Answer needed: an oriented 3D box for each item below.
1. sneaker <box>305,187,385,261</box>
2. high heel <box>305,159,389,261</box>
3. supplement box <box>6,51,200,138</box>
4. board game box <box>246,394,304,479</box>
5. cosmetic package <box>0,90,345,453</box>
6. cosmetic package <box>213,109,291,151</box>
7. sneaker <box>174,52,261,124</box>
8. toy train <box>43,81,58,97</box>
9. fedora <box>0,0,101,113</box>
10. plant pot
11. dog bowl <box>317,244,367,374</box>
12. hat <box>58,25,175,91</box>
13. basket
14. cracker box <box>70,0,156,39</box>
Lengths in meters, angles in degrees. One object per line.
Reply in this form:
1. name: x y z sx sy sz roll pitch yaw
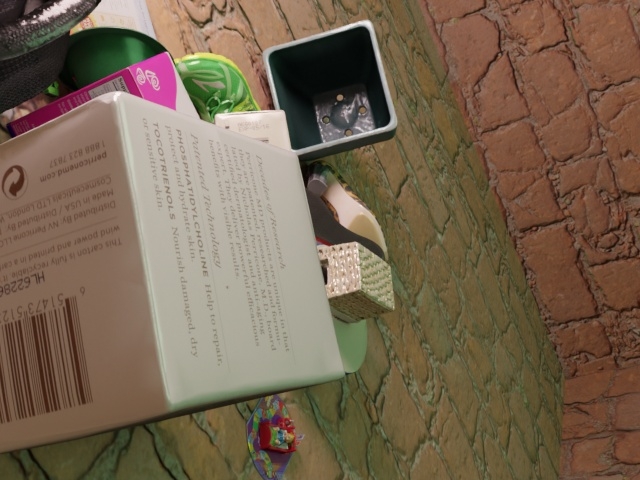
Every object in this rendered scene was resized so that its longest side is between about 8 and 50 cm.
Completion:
1. sneaker: 0.000 0.001 1.861 0.270 0.145 0.090 36 58 0
2. high heel: 0.067 -0.071 1.966 0.261 0.093 0.186 47 14 -14
3. supplement box: -0.292 -0.157 1.184 0.114 0.220 0.111 67 25 -14
4. board game box: -0.073 0.345 1.552 0.133 0.033 0.168 65 25 -18
5. cosmetic package: -0.222 0.059 1.067 0.394 0.329 0.327 9 66 -64
6. cosmetic package: -0.120 -0.072 1.426 0.309 0.113 0.160 117 -35 -70
7. sneaker: -0.170 -0.233 1.620 0.295 0.109 0.123 48 31 -44
8. toy train: -0.403 -0.222 1.239 0.083 0.017 0.023 12 75 -62
9. fedora: -0.398 -0.255 1.049 0.334 0.334 0.152 -80 174 -45
10. plant pot: 0.036 -0.309 1.967 0.252 0.247 0.248 34 42 -79
11. dog bowl: -0.010 0.145 1.724 0.265 0.104 0.265 43 38 -47
12. hat: -0.288 -0.175 1.259 0.208 0.173 0.183 37 41 -56
13. basket: 0.063 0.079 1.668 0.167 0.103 0.113 34 46 -55
14. cracker box: -0.358 -0.361 1.360 0.232 0.067 0.155 -16 90 -64
